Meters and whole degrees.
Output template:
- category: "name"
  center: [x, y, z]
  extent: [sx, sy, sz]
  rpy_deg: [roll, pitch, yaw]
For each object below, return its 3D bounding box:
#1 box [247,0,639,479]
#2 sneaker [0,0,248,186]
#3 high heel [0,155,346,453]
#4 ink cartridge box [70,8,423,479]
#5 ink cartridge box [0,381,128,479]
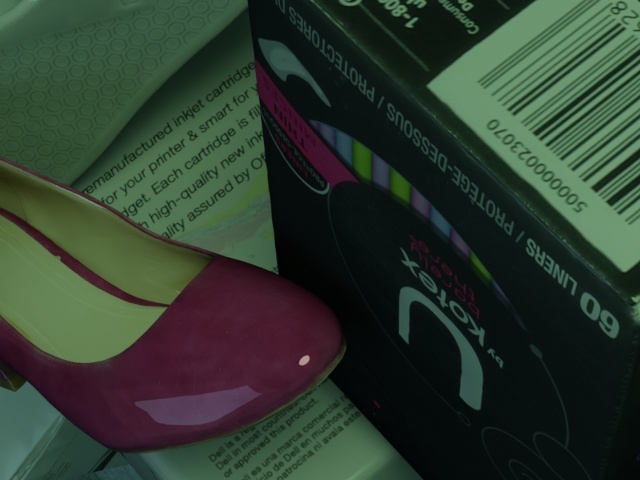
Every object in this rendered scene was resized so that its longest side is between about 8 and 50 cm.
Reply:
- category: "box"
  center: [0.083, -0.011, 0.612]
  extent: [0.165, 0.143, 0.270]
  rpy_deg: [47, 163, 23]
- category: "sneaker"
  center: [-0.124, -0.115, 0.796]
  extent: [0.104, 0.296, 0.147]
  rpy_deg: [32, -147, -38]
- category: "high heel"
  center: [-0.091, 0.004, 0.686]
  extent: [0.244, 0.082, 0.117]
  rpy_deg: [10, 136, 55]
- category: "ink cartridge box"
  center: [-0.030, 0.011, 0.860]
  extent: [0.278, 0.201, 0.117]
  rpy_deg: [45, 166, 28]
- category: "ink cartridge box"
  center: [-0.195, 0.097, 1.479]
  extent: [0.160, 0.092, 0.219]
  rpy_deg: [46, -156, 21]
